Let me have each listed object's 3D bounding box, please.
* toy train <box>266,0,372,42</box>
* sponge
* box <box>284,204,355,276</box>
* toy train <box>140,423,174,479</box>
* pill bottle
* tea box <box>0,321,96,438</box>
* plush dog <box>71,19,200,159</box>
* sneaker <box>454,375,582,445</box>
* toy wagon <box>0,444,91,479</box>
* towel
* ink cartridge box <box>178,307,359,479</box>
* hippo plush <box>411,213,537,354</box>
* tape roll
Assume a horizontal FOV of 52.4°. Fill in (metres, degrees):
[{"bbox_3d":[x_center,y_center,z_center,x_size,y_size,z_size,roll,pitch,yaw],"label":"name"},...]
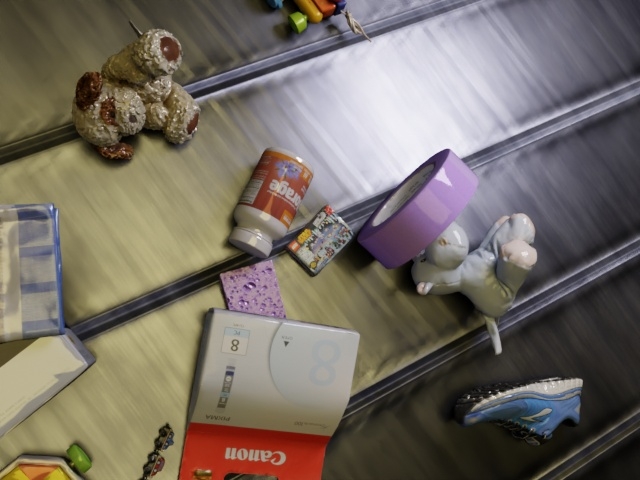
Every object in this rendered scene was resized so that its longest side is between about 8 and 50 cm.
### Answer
[{"bbox_3d":[-0.009,-0.517,1.479,0.143,0.105,0.248,-37,94,-8],"label":"toy train"},{"bbox_3d":[-0.133,0.157,1.375,0.117,0.031,0.210,-14,87,-17],"label":"sponge"},{"bbox_3d":[0.000,0.000,1.440,0.094,0.027,0.137,45,73,-6],"label":"box"},{"bbox_3d":[-0.325,0.440,1.279,0.036,0.027,0.158,25,76,-16],"label":"toy train"},{"bbox_3d":[-0.107,-0.078,1.370,0.121,0.121,0.216,27,76,-12],"label":"pill bottle"},{"bbox_3d":[-0.569,0.155,1.087,0.220,0.329,0.323,-39,93,-19],"label":"tea box"},{"bbox_3d":[-0.392,-0.284,1.283,0.210,0.262,0.225,29,61,23],"label":"plush dog"},{"bbox_3d":[0.460,0.395,1.472,0.330,0.130,0.147,-2,80,-17],"label":"sneaker"},{"bbox_3d":[-0.485,0.561,1.191,0.267,0.068,0.344,-39,94,-18],"label":"toy wagon"},{"bbox_3d":[-0.521,0.049,0.928,0.285,0.034,0.209,-3,82,-18],"label":"towel"},{"bbox_3d":[-0.105,0.347,1.307,0.308,0.091,0.385,11,84,-18],"label":"ink cartridge box"},{"bbox_3d":[0.329,0.052,1.472,0.236,0.234,0.294,13,121,3],"label":"hippo plush"},{"bbox_3d":[0.204,-0.068,1.382,0.090,0.275,0.275,44,73,-6],"label":"tape roll"}]
